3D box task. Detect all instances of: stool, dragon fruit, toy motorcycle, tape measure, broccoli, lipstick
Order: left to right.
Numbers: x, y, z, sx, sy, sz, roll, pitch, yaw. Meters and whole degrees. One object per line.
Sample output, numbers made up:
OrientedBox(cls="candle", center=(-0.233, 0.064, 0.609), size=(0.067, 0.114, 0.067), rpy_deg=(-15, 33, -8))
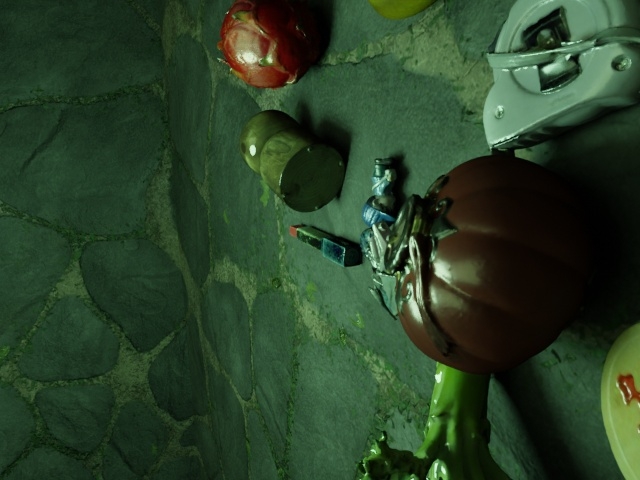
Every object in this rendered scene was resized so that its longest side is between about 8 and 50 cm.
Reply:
OrientedBox(cls="dragon fruit", center=(-0.122, -0.494, 1.190), size=(0.241, 0.252, 0.241), rpy_deg=(-158, 90, -87))
OrientedBox(cls="stool", center=(-0.078, -0.206, 1.225), size=(0.264, 0.179, 0.179), rpy_deg=(46, 134, 47))
OrientedBox(cls="lipstick", center=(0.000, 0.000, 1.264), size=(0.312, 0.051, 0.051), rpy_deg=(27, 121, 57))
OrientedBox(cls="toy motorcycle", center=(0.177, 0.055, 0.921), size=(0.239, 0.108, 0.204), rpy_deg=(47, 147, 4))
OrientedBox(cls="broccoli", center=(0.243, 0.354, 0.757), size=(0.274, 0.397, 0.353), rpy_deg=(1, 123, 24))
OrientedBox(cls="tape measure", center=(0.312, -0.236, 0.617), size=(0.236, 0.120, 0.197), rpy_deg=(-21, 76, 55))

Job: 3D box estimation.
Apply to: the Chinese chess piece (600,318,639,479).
OrientedBox(cls="Chinese chess piece", center=(0.397, 0.188, 0.485), size=(0.251, 0.097, 0.251), rpy_deg=(178, 90, -86))

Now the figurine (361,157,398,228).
OrientedBox(cls="figurine", center=(0.128, -0.095, 1.002), size=(0.086, 0.087, 0.149), rpy_deg=(-44, -48, -81))

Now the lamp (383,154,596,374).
OrientedBox(cls="lamp", center=(0.225, 0.031, 0.668), size=(0.303, 0.256, 0.303), rpy_deg=(-159, 90, -88))

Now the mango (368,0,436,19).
OrientedBox(cls="mango", center=(0.149, -0.570, 0.727), size=(0.301, 0.220, 0.445), rpy_deg=(52, 141, 38))
